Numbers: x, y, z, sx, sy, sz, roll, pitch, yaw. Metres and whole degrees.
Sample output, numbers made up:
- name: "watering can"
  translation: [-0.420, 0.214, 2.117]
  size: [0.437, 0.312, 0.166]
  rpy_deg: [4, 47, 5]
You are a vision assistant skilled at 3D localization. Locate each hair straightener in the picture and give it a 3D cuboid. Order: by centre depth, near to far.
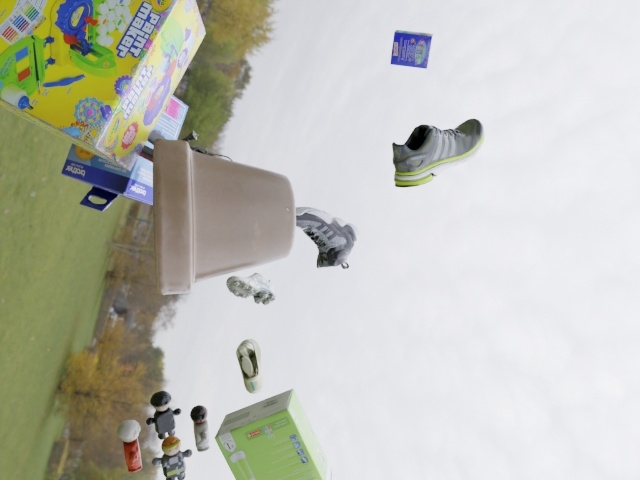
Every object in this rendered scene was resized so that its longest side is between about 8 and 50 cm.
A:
- name: "hair straightener"
  translation: [-0.247, -0.157, 1.002]
  size: [0.089, 0.230, 0.047]
  rpy_deg: [-52, -162, 24]

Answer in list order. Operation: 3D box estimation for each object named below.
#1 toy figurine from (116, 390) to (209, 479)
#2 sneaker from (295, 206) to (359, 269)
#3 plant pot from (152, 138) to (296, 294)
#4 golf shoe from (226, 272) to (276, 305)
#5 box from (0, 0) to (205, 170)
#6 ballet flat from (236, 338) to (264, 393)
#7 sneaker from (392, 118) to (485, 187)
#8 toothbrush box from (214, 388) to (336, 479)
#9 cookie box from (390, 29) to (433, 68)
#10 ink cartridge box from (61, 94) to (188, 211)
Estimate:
- name: "toy figurine"
  translation: [-0.416, 0.524, 1.451]
  size: [0.213, 0.209, 0.148]
  rpy_deg: [-36, 128, -59]
- name: "sneaker"
  translation: [0.000, 0.000, 1.599]
  size: [0.101, 0.268, 0.153]
  rpy_deg: [-10, -115, 52]
- name: "plant pot"
  translation: [-0.170, -0.041, 0.931]
  size: [0.263, 0.229, 0.263]
  rpy_deg: [178, -90, -73]
- name: "golf shoe"
  translation: [-0.211, 0.130, 1.603]
  size: [0.069, 0.176, 0.086]
  rpy_deg: [-30, -131, 29]
- name: "box"
  translation: [-0.386, -0.314, 0.862]
  size: [0.290, 0.279, 0.177]
  rpy_deg: [-63, -179, -6]
- name: "ballet flat"
  translation: [-0.236, 0.390, 1.755]
  size: [0.086, 0.086, 0.248]
  rpy_deg: [-66, -152, 22]
- name: "sneaker"
  translation: [0.300, -0.246, 1.352]
  size: [0.111, 0.300, 0.121]
  rpy_deg: [24, -39, 51]
- name: "toothbrush box"
  translation: [-0.110, 0.560, 1.375]
  size: [0.122, 0.206, 0.283]
  rpy_deg: [-65, 130, -80]
- name: "cookie box"
  translation: [0.260, -0.547, 1.529]
  size: [0.040, 0.107, 0.092]
  rpy_deg: [-64, 162, -57]
- name: "ink cartridge box"
  translation: [-0.603, -0.277, 1.630]
  size: [0.151, 0.270, 0.395]
  rpy_deg: [23, 84, -67]
